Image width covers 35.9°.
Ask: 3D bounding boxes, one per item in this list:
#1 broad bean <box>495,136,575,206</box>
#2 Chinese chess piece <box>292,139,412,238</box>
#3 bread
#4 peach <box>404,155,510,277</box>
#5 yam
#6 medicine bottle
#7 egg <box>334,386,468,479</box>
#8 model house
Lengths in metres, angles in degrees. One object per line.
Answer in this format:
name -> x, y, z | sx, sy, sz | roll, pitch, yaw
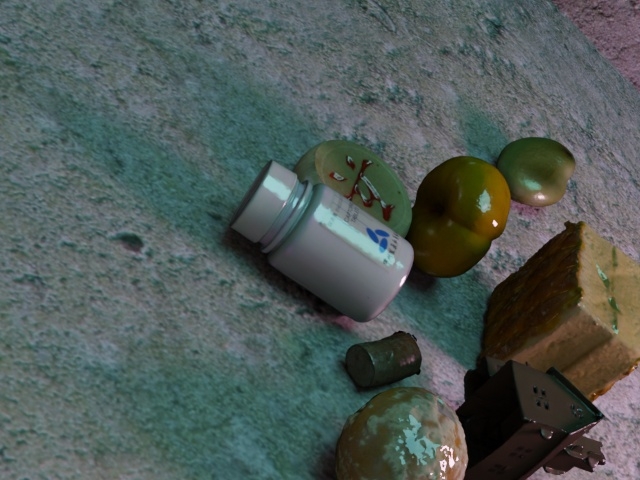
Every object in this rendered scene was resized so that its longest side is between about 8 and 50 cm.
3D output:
broad bean -> 0.529, -0.172, 2.432 | 0.189, 0.121, 0.263 | 45, 36, 10
Chinese chess piece -> 0.056, -0.075, 1.872 | 0.249, 0.103, 0.250 | 25, 40, -23
bread -> 0.468, 0.155, 1.884 | 0.207, 0.279, 0.279 | 38, 33, -10
peach -> 0.260, -0.043, 1.900 | 0.153, 0.251, 0.251 | 25, 37, -12
yam -> 0.105, 0.201, 1.646 | 0.127, 0.084, 0.084 | -9, 59, -44
medicine bottle -> 0.000, 0.000, 1.675 | 0.292, 0.170, 0.170 | 33, 35, -12
egg -> 0.114, 0.316, 1.430 | 0.195, 0.195, 0.233 | 44, 48, 1
model house -> 0.367, 0.312, 1.660 | 0.243, 0.211, 0.204 | 22, 41, -20
